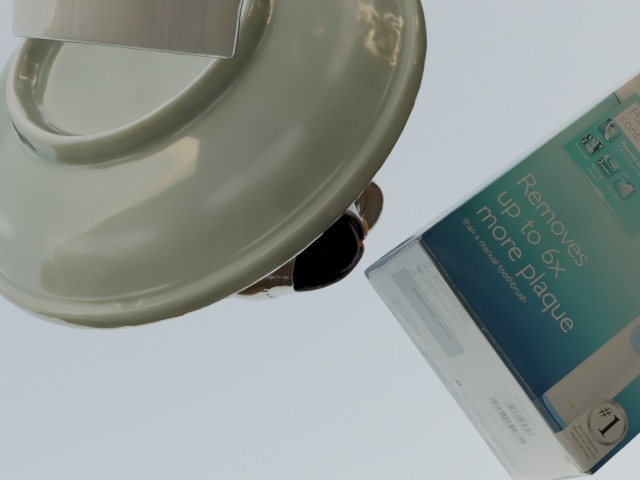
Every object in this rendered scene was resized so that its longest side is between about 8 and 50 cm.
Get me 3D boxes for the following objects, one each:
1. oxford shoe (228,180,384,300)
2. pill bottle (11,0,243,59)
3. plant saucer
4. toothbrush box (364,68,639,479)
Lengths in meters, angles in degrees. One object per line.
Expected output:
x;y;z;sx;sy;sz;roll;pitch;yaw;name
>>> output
0.000;0.000;1.488;0.364;0.133;0.130;-28;-56;-59;oxford shoe
-0.077;-0.195;0.606;0.121;0.121;0.221;2;-82;-34;pill bottle
-0.121;-0.125;1.043;0.400;0.400;0.100;-38;-45;-2;plant saucer
0.221;0.019;1.093;0.295;0.216;0.126;-35;-1;-24;toothbrush box
